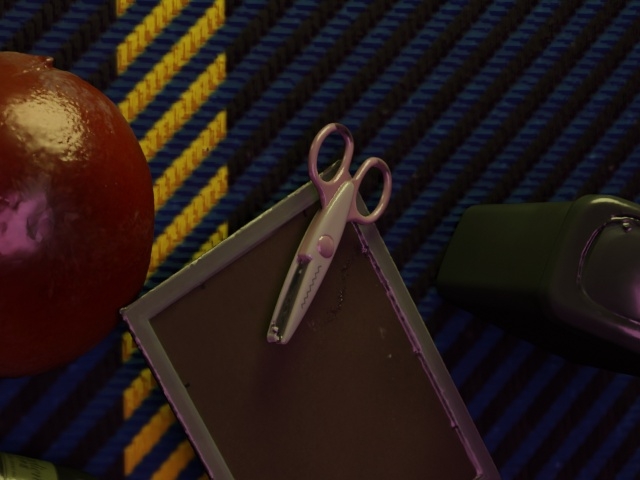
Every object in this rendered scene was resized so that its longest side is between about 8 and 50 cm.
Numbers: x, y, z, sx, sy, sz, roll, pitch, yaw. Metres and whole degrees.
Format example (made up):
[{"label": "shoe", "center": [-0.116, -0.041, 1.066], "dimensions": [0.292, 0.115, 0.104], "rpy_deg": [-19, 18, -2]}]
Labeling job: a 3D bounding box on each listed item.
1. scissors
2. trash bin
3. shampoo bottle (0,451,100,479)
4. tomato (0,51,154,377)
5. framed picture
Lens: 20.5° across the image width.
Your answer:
[{"label": "scissors", "center": [0.000, 0.000, 1.305], "dimensions": [0.085, 0.022, 0.176], "rpy_deg": [41, 60, -33]}, {"label": "trash bin", "center": [0.211, 0.039, 1.316], "dimensions": [0.176, 0.236, 0.101], "rpy_deg": [24, 81, -23]}, {"label": "shampoo bottle", "center": [-0.217, 0.195, 1.201], "dimensions": [0.283, 0.101, 0.101], "rpy_deg": [17, 85, -24]}, {"label": "tomato", "center": [-0.190, -0.016, 1.204], "dimensions": [0.199, 0.112, 0.228], "rpy_deg": [-21, 103, -24]}, {"label": "framed picture", "center": [-0.001, 0.120, 1.318], "dimensions": [0.231, 0.018, 0.293], "rpy_deg": [-35, 106, -32]}]
